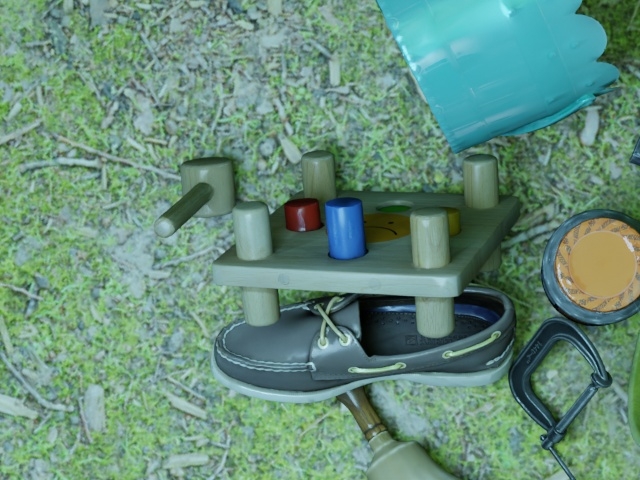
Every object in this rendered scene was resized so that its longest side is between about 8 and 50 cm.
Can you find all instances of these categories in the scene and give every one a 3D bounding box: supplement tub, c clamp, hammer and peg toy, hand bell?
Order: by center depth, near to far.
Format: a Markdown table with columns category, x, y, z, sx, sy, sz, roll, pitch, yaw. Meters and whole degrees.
| category | x | y | z | sx | sy | sz | roll | pitch | yaw |
| --- | --- | --- | --- | --- | --- | --- | --- | --- | --- |
| supplement tub | 0.284 | 0.029 | 1.554 | 0.117 | 0.190 | 0.117 | 0 | 86 | 7 |
| hammer and peg toy | 0.000 | 0.000 | 1.554 | 0.361 | 0.266 | 0.127 | 2 | 110 | 20 |
| c clamp | 0.257 | 0.160 | 1.593 | 0.137 | 0.022 | 0.160 | 47 | 138 | 26 |
| hand bell | 0.055 | 0.198 | 1.630 | 0.126 | 0.126 | 0.242 | -34 | 71 | 4 |

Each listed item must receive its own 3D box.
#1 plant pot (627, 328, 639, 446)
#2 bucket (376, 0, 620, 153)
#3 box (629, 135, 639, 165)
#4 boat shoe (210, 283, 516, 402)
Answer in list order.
| category | x | y | z | sx | sy | sz | roll | pitch | yaw |
| --- | --- | --- | --- | --- | --- | --- | --- | --- | --- |
| plant pot | 0.476 | 0.113 | 1.506 | 0.254 | 0.276 | 0.276 | 18 | 89 | -3 |
| bucket | 0.163 | -0.233 | 1.554 | 0.183 | 0.281 | 0.281 | -27 | 83 | 6 |
| box | 0.495 | -0.181 | 1.597 | 0.242 | 0.076 | 0.307 | 23 | 90 | 9 |
| boat shoe | 0.044 | 0.099 | 1.598 | 0.324 | 0.096 | 0.116 | -2 | 53 | 0 |
